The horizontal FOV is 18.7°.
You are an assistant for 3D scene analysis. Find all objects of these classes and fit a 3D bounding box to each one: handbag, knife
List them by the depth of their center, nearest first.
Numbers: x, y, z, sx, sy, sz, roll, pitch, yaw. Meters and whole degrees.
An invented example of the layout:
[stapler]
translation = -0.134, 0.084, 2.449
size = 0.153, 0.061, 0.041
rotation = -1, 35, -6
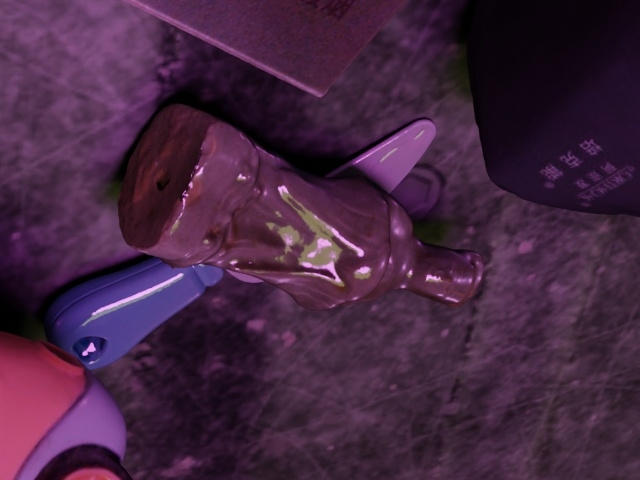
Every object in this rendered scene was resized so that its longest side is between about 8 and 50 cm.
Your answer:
[handbag]
translation = 0.259, -0.095, 0.953
size = 0.275, 0.178, 0.302
rotation = 12, 152, -28
[knife]
translation = -0.040, 0.004, 1.079
size = 0.244, 0.032, 0.058
rotation = -27, 132, -5

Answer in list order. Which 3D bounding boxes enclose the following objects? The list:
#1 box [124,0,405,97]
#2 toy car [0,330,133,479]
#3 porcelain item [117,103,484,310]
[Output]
[box]
translation = 0.033, -0.221, 0.879
size = 0.180, 0.047, 0.325
rotation = 24, 117, -39
[toy car]
translation = -0.239, 0.132, 0.959
size = 0.212, 0.180, 0.270
rotation = 47, 65, -27
[porcelain item]
translation = 0.000, 0.000, 1.040
size = 0.216, 0.069, 0.081
rotation = 21, 93, -33
